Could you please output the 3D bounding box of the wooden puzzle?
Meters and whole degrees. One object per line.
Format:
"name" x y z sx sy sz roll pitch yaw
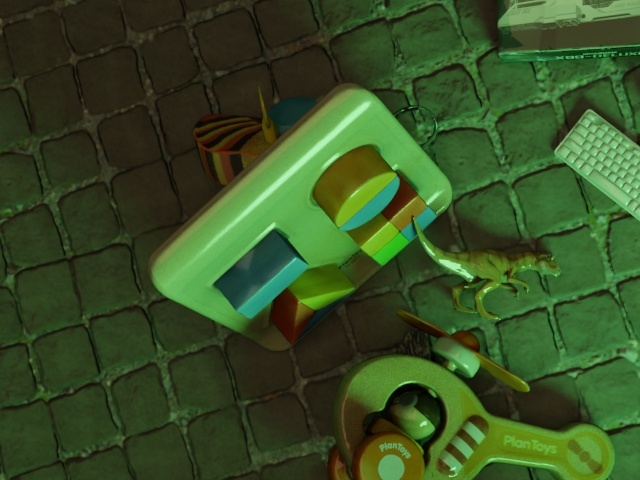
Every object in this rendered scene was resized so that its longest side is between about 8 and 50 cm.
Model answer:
"wooden puzzle" 0.000 0.000 1.759 0.322 0.348 0.080 -41 62 5

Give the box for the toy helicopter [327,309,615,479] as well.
"toy helicopter" 0.189 0.218 1.804 0.355 0.140 0.235 12 78 -12

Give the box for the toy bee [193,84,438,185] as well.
"toy bee" -0.030 -0.108 1.846 0.298 0.162 0.195 -20 119 28

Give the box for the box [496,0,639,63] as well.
"box" 0.337 -0.381 1.859 0.242 0.076 0.307 -2 86 10

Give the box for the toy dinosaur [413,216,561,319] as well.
"toy dinosaur" 0.190 0.036 1.854 0.211 0.064 0.112 7 95 -21

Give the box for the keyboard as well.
"keyboard" 0.411 -0.058 1.856 0.256 0.014 0.072 40 93 10

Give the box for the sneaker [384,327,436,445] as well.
"sneaker" 0.123 0.195 1.870 0.089 0.051 0.170 -20 80 11
